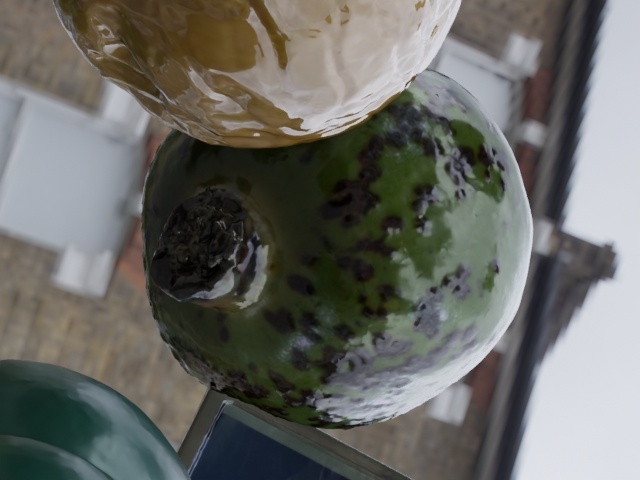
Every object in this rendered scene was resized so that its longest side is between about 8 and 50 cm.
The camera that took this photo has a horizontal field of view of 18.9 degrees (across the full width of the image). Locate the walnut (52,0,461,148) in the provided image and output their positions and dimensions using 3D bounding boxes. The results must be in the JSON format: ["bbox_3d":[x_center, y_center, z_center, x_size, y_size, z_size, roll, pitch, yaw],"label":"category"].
[{"bbox_3d":[-0.031,-0.138,0.807,0.226,0.193,0.193,64,34,-67],"label":"walnut"}]

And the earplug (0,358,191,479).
[{"bbox_3d":[-0.138,0.176,0.782,0.280,0.164,0.257,153,-48,-84],"label":"earplug"}]

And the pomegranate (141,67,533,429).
[{"bbox_3d":[0.000,0.000,1.188,0.254,0.270,0.254,1,-88,32],"label":"pomegranate"}]

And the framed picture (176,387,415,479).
[{"bbox_3d":[-0.048,0.248,1.344,0.260,0.189,0.023,-63,-175,-19],"label":"framed picture"}]
